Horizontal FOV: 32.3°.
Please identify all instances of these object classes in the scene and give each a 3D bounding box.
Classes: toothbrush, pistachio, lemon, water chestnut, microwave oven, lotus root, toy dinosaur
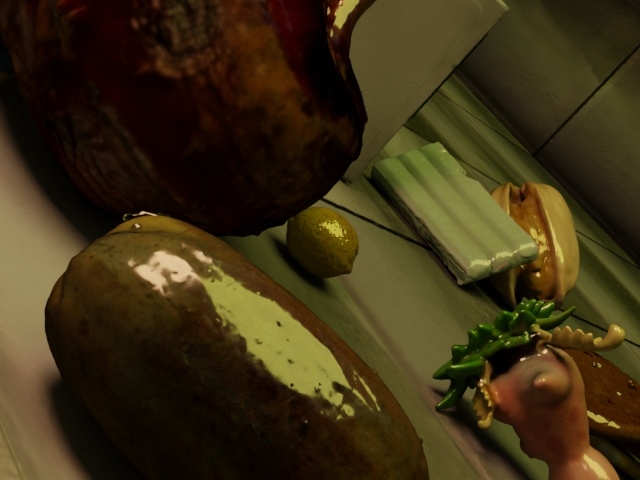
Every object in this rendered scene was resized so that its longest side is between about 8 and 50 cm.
[{"bbox_3d":[0.384,0.282,1.276,0.288,0.021,0.024,36,8,-21],"label":"toothbrush"},{"bbox_3d":[0.283,0.009,1.550,0.157,0.157,0.229,35,30,-26],"label":"pistachio"},{"bbox_3d":[0.000,0.000,1.025,0.083,0.062,0.062,47,16,8],"label":"lemon"},{"bbox_3d":[-0.074,-0.175,0.833,0.350,0.302,0.350,-24,90,-81],"label":"water chestnut"},{"bbox_3d":[0.047,-0.266,1.400,0.237,0.295,0.181,36,16,-21],"label":"microwave oven"},{"bbox_3d":[-0.042,0.087,0.580,0.241,0.124,0.123,43,-6,3],"label":"lotus root"},{"bbox_3d":[0.192,0.161,0.986,0.177,0.152,0.194,55,-21,37],"label":"toy dinosaur"}]

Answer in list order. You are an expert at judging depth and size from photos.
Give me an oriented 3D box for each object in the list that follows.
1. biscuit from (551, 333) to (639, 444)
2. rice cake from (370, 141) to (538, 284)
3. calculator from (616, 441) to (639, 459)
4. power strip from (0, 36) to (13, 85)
[{"bbox_3d":[0.290,0.164,1.247,0.212,0.036,0.212,21,19,-8],"label":"biscuit"},{"bbox_3d":[0.177,-0.039,1.472,0.127,0.043,0.237,-20,53,-21],"label":"rice cake"},{"bbox_3d":[0.398,0.257,1.292,0.190,0.034,0.126,32,3,14],"label":"calculator"},{"bbox_3d":[-0.283,-0.156,0.809,0.123,0.032,0.056,20,28,-54],"label":"power strip"}]
